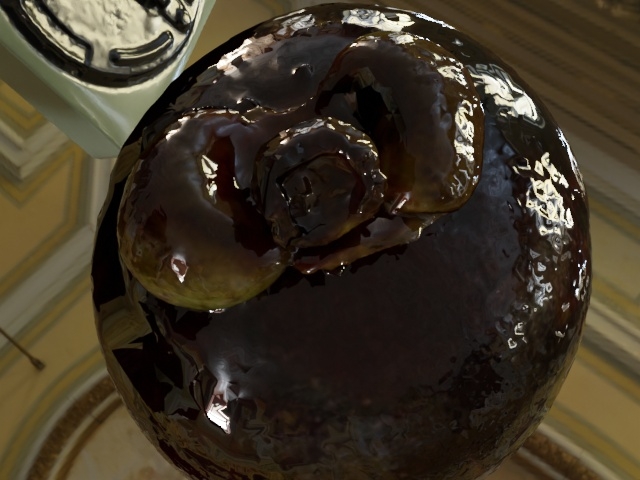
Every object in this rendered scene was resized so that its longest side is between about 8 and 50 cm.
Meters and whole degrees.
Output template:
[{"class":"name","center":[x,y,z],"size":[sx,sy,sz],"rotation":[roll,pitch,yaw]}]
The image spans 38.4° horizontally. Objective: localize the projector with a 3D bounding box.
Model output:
[{"class":"projector","center":[-0.188,-0.237,0.734],"size":[0.079,0.259,0.257],"rotation":[0,-121,36]}]

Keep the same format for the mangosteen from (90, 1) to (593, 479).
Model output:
[{"class":"mangosteen","center":[0.000,0.008,0.520],"size":[0.297,0.293,0.297],"rotation":[-15,-112,42]}]
